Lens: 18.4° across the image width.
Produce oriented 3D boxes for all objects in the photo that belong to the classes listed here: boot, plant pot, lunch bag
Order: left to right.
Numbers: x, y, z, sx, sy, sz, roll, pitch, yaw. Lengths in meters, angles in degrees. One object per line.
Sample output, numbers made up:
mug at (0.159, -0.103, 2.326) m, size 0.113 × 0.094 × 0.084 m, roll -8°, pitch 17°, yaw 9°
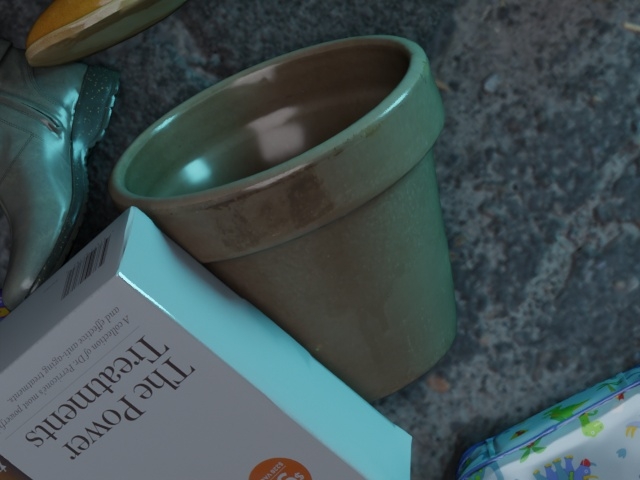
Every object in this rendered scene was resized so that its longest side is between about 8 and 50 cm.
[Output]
boot at (-0.259, -0.059, 1.539) m, size 0.161 × 0.083 × 0.246 m, roll 18°, pitch 56°, yaw -12°
boot at (-0.152, -0.289, 1.556) m, size 0.295 × 0.104 × 0.211 m, roll -33°, pitch 86°, yaw -7°
plant pot at (0.000, 0.000, 1.520) m, size 0.263 × 0.263 × 0.229 m, roll -22°, pitch 111°, yaw 5°
lunch bag at (0.227, 0.213, 1.589) m, size 0.219 × 0.090 × 0.176 m, roll -29°, pitch 92°, yaw 5°

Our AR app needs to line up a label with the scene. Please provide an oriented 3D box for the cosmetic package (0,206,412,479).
cosmetic package at (-0.163, 0.190, 1.475) m, size 0.284 × 0.097 × 0.377 m, roll 39°, pitch 118°, yaw -22°

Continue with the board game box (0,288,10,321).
board game box at (-0.296, 0.156, 1.587) m, size 0.347 × 0.078 × 0.233 m, roll 3°, pitch 113°, yaw 3°
